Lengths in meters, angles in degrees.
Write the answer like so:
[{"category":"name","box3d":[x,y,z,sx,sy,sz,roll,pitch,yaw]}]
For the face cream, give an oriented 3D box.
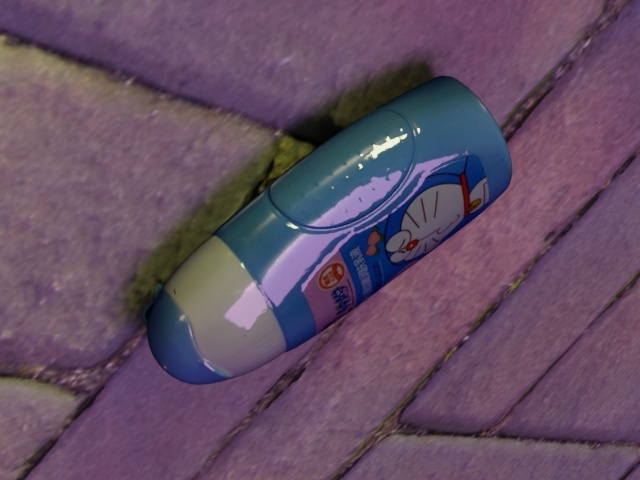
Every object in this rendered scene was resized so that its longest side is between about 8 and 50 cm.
[{"category":"face cream","box3d":[0.000,0.000,1.230,0.264,0.083,0.149,-36,150,-10]}]
